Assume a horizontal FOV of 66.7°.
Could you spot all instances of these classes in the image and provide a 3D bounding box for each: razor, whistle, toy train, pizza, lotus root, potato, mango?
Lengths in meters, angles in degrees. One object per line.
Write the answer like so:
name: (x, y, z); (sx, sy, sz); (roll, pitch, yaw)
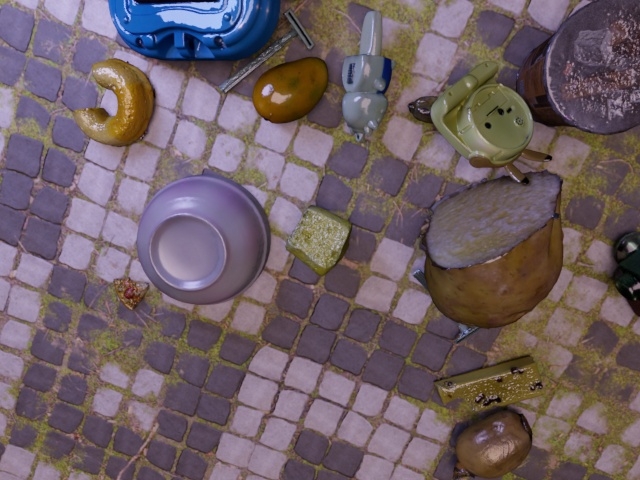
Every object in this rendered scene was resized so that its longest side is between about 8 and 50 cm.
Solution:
razor: (-0.121, -0.368, 0.984); (0.211, 0.036, 0.084); (-33, 118, 14)
whistle: (0.093, -0.315, 0.949); (0.092, 0.110, 0.245); (-1, 103, -29)
toy train: (0.751, 0.047, 0.972); (0.304, 0.150, 0.221); (-38, 108, 8)
pizza: (-0.428, 0.113, 1.100); (0.078, 0.025, 0.083); (-27, 98, 10)
razor: (0.266, 0.136, 1.061); (0.068, 0.037, 0.191); (-39, 95, 14)
lotus root: (0.221, -0.262, 0.974); (0.099, 0.049, 0.054); (4, 77, -4)
potato: (0.350, 0.043, 0.948); (0.288, 0.301, 0.237); (-15, 119, 33)
mango: (-0.056, -0.296, 0.965); (0.163, 0.089, 0.111); (-18, 99, -2)
lotus root: (0.375, 0.467, 1.086); (0.221, 0.118, 0.125); (-40, 80, 7)

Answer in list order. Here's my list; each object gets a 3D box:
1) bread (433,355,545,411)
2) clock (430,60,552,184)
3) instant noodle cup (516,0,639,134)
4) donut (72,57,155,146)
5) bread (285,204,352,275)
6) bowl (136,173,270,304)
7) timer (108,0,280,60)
bread: (0.377, 0.330, 1.089); (0.226, 0.049, 0.088); (-19, 100, 7)
clock: (0.334, -0.214, 0.926); (0.170, 0.069, 0.232); (-41, 90, -22)
instant noodle cup: (0.473, -0.296, 0.875); (0.217, 0.207, 0.218); (0, 101, 2)
donut: (-0.421, -0.274, 0.996); (0.146, 0.078, 0.181); (36, 103, -2)
bread: (0.000, 0.000, 1.011); (0.114, 0.111, 0.129); (31, 83, 1)
bowl: (-0.255, 0.011, 1.011); (0.286, 0.144, 0.287); (1, 102, 4)
timer: (-0.239, -0.496, 0.892); (0.340, 0.115, 0.309); (6, 104, 16)
